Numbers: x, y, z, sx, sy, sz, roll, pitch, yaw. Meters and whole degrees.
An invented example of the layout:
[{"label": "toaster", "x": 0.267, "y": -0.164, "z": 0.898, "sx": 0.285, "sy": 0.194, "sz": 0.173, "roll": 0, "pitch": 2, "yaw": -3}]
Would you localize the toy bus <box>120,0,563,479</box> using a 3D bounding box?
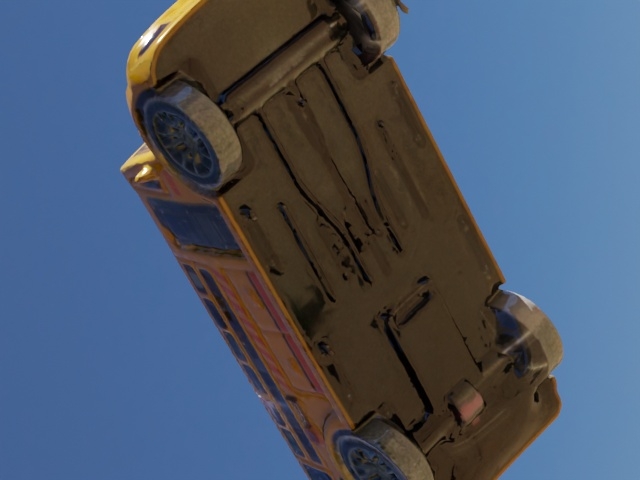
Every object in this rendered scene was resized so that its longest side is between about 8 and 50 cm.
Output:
[{"label": "toy bus", "x": 0.000, "y": 0.000, "z": 0.493, "sx": 0.069, "sy": 0.074, "sz": 0.162, "roll": -41, "pitch": -65, "yaw": -27}]
